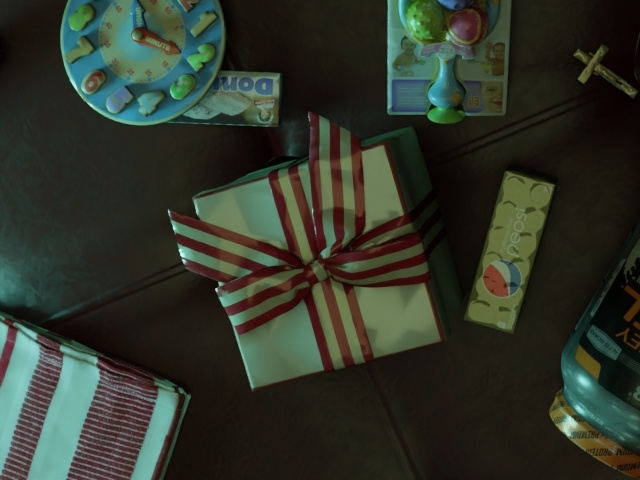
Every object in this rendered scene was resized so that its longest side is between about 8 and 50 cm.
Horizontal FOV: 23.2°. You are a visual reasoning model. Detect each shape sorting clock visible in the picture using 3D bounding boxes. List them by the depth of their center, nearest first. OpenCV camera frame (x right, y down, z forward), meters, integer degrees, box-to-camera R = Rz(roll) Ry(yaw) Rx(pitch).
[{"bbox_3d":[-0.209,-0.238,1.824,0.206,0.040,0.206,0,89,12],"label":"shape sorting clock"}]

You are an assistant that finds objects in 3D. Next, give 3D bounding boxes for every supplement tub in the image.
[{"bbox_3d":[0.390,0.092,1.693,0.193,0.193,0.316,28,104,6],"label":"supplement tub"}]

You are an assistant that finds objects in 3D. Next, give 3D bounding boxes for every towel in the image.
[{"bbox_3d":[-0.347,0.233,1.952,0.329,0.037,0.237,21,104,7],"label":"towel"}]

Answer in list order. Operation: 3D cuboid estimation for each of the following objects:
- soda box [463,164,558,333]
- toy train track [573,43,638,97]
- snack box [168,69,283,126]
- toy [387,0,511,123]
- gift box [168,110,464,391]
[{"bbox_3d":[0.218,0.009,1.784,0.061,0.058,0.181,16,103,9],"label":"soda box"},{"bbox_3d":[0.320,-0.188,1.753,0.083,0.014,0.048,35,97,-2],"label":"toy train track"},{"bbox_3d":[-0.133,-0.170,1.844,0.178,0.022,0.064,3,97,12],"label":"snack box"},{"bbox_3d":[0.142,-0.234,1.715,0.136,0.056,0.237,1,125,4],"label":"toy"},{"bbox_3d":[0.000,0.000,1.725,0.255,0.258,0.276,-21,96,14],"label":"gift box"}]
